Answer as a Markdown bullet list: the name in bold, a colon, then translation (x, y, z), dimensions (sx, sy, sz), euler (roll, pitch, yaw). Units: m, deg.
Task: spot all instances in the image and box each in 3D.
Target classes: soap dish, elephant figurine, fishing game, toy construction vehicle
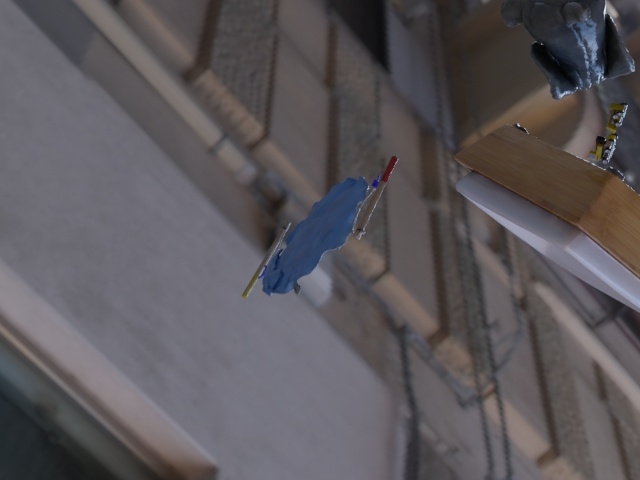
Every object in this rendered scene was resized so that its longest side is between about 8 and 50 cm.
- **soap dish**: translation (0.327, -0.030, 1.827), dimensions (0.118, 0.229, 0.291), euler (-55, -148, 2)
- **elephant figurine**: translation (0.382, -0.284, 2.118), dimensions (0.169, 0.239, 0.186), euler (1, -138, 38)
- **fishing game**: translation (0.000, 0.000, 1.768), dimensions (0.264, 0.041, 0.189), euler (-31, -155, 48)
- **toy construction vehicle**: translation (0.429, -0.153, 2.176), dimensions (0.098, 0.035, 0.086), euler (92, 20, -54)
